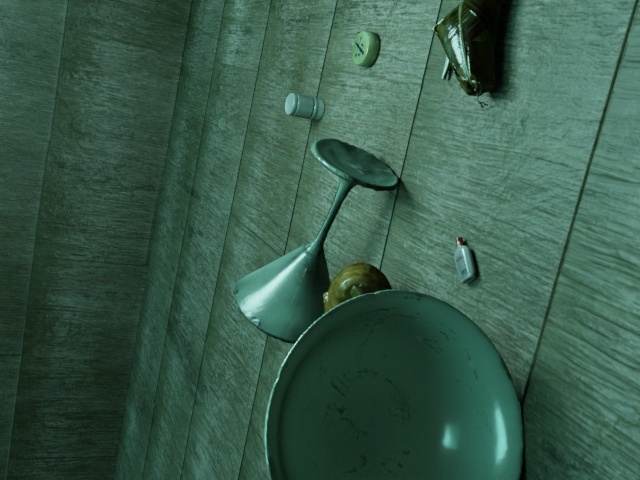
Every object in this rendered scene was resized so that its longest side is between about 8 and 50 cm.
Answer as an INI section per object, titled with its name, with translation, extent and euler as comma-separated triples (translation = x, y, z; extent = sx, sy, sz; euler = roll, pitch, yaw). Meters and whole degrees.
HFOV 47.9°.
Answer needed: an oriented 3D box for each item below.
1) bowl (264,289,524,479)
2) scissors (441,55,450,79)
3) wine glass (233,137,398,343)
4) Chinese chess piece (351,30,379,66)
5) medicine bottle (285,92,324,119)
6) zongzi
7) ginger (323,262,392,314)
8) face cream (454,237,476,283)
[bowl]
translation = 0.085, 0.301, 1.133
extent = 0.196, 0.434, 0.435
euler = 157, 116, -62
[scissors]
translation = 0.255, -0.371, 1.399
extent = 0.058, 0.014, 0.119
euler = 27, 105, 63
[wine glass]
translation = 0.000, 0.000, 1.590
extent = 0.406, 0.267, 0.267
euler = -63, 33, 25
[Chinese chess piece]
translation = 0.105, -0.450, 1.690
extent = 0.084, 0.034, 0.084
euler = -18, 70, 61
[medicine bottle]
translation = -0.041, -0.351, 1.893
extent = 0.058, 0.091, 0.058
euler = -22, 65, 60
[zongzi]
translation = 0.297, -0.361, 1.257
extent = 0.184, 0.084, 0.187
euler = -40, 56, 41
[ginger]
translation = 0.079, 0.198, 1.486
extent = 0.165, 0.172, 0.321
euler = 15, 106, 25
[face cream]
translation = 0.258, 0.034, 1.298
extent = 0.040, 0.021, 0.083
euler = -45, 46, 51
